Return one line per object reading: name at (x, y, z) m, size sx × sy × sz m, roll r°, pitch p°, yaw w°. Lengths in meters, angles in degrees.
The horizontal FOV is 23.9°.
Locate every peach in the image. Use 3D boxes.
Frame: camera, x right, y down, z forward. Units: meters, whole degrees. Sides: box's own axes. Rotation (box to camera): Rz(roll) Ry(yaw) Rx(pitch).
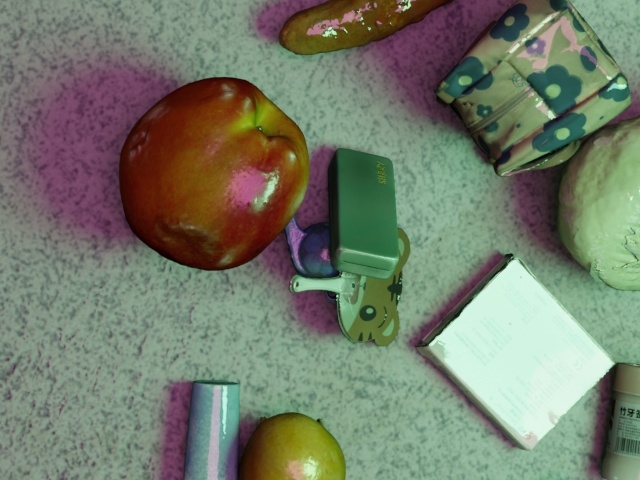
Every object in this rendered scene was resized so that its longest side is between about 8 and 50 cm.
peach at (-0.126, -0.069, 1.773) m, size 0.199 × 0.243 × 0.243 m, roll 19°, pitch 87°, yaw -43°

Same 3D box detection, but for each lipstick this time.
lipstick at (-0.136, 0.311, 1.857) m, size 0.068 × 0.061 × 0.274 m, roll 3°, pitch 90°, yaw -5°

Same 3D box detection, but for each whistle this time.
whistle at (0.000, 0.000, 1.868) m, size 0.090 × 0.090 × 0.157 m, roll -12°, pitch 85°, yaw -9°

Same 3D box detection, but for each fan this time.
fan at (0.038, 0.054, 1.838) m, size 0.227 × 0.008 × 0.152 m, roll 6°, pitch 92°, yaw -51°

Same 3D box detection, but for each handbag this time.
handbag at (0.250, -0.185, 1.827) m, size 0.193 × 0.251 × 0.190 m, roll -35°, pitch 91°, yaw 6°

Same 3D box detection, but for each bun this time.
bun at (0.410, -0.064, 1.866) m, size 0.273 × 0.273 × 0.168 m, roll -25°, pitch 50°, yaw -8°

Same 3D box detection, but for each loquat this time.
loquat at (-0.034, 0.280, 1.836) m, size 0.141 × 0.141 × 0.141 m, roll 0°, pitch 91°, yaw -9°

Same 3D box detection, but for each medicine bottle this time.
medicine bottle at (0.251, 0.144, 1.924) m, size 0.201 × 0.052 × 0.171 m, roll 45°, pitch 84°, yaw -8°

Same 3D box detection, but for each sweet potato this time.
sweet potato at (0.113, -0.317, 1.873) m, size 0.355 × 0.095 × 0.106 m, roll -33°, pitch 55°, yaw -11°

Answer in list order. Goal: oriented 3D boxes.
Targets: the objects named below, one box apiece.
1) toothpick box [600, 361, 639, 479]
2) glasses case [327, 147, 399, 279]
toothpick box at (0.417, 0.236, 1.928) m, size 0.098 × 0.098 × 0.148 m, roll 8°, pitch 90°, yaw -9°
glasses case at (0.051, -0.035, 1.835) m, size 0.078 × 0.184 × 0.039 m, roll 11°, pitch 133°, yaw -12°
